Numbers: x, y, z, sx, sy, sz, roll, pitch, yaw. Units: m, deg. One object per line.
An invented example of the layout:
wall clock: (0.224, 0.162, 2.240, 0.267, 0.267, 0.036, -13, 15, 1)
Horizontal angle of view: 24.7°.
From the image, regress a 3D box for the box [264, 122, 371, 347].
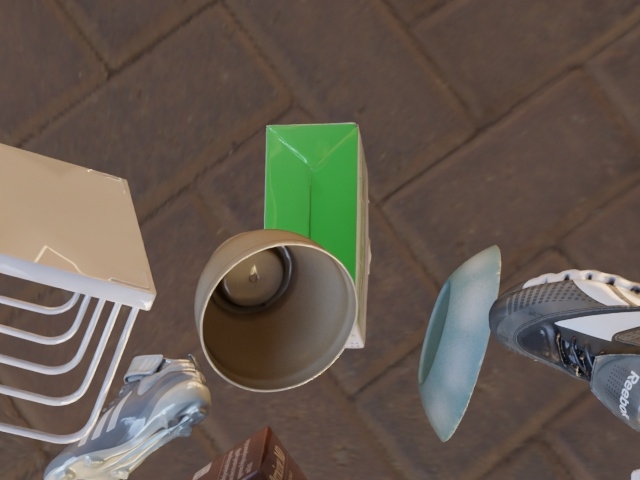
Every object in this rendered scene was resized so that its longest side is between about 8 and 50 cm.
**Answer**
box: (0.000, 0.000, 1.933, 0.127, 0.231, 0.262, 0, 79, 4)

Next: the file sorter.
file sorter: (-0.291, 0.039, 1.394, 0.193, 0.277, 0.173, 17, 109, -20)

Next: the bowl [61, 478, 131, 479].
bowl: (-0.129, 0.365, 1.095, 0.077, 0.391, 0.391, -13, 85, -18)

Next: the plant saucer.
plant saucer: (0.125, 0.093, 1.391, 0.037, 0.195, 0.195, 15, 79, -3)

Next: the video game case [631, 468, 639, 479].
video game case: (0.256, 0.131, 0.732, 0.157, 0.143, 0.019, 30, 53, -45)

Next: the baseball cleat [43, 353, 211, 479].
baseball cleat: (-0.208, 0.192, 1.555, 0.206, 0.072, 0.109, -28, 49, 9)

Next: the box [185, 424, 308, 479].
box: (0.000, 0.393, 1.489, 0.143, 0.191, 0.381, -37, 95, 4)

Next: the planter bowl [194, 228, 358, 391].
planter bowl: (-0.056, 0.055, 1.457, 0.162, 0.109, 0.162, -8, 116, -17)

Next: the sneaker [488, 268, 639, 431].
sneaker: (0.218, 0.083, 1.027, 0.234, 0.078, 0.106, 10, 36, 28)
